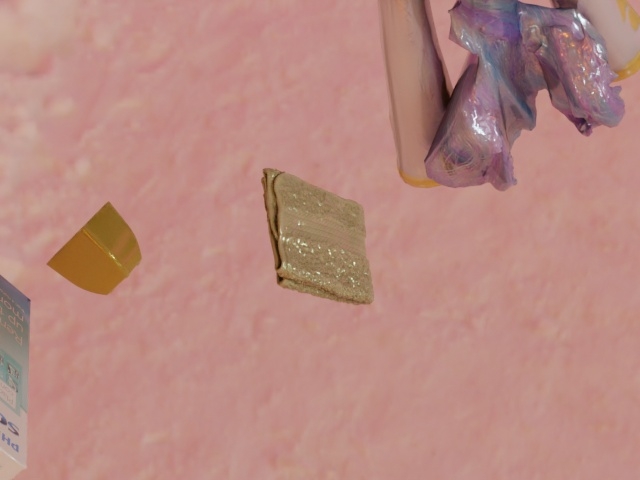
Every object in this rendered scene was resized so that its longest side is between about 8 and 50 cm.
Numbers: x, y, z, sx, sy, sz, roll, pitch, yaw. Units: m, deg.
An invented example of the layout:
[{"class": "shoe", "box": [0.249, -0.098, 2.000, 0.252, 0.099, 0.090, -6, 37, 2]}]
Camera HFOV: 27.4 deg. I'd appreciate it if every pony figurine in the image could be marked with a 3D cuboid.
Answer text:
[{"class": "pony figurine", "box": [0.040, -0.193, 0.523, 0.302, 0.363, 0.351, -1, 50, 23]}]

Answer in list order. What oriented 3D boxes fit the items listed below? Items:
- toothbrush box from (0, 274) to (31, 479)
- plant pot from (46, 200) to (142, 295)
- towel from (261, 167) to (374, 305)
[{"class": "toothbrush box", "box": [-0.382, 0.097, 1.186, 0.126, 0.216, 0.295, -39, 27, 11]}, {"class": "plant pot", "box": [-0.272, 0.018, 1.626, 0.083, 0.081, 0.081, 45, 30, -8]}, {"class": "towel", "box": [0.000, 0.000, 1.168, 0.027, 0.148, 0.110, -20, 66, 30]}]
